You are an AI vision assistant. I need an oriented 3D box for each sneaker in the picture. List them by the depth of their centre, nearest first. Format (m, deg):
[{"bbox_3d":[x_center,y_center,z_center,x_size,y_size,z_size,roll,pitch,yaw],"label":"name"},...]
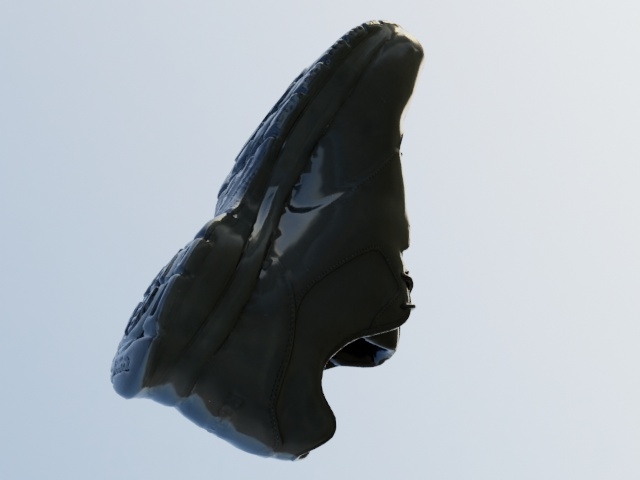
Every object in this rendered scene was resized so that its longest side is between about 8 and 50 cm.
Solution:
[{"bbox_3d":[0.000,0.000,0.933,0.286,0.130,0.109,-60,7,-32],"label":"sneaker"}]
